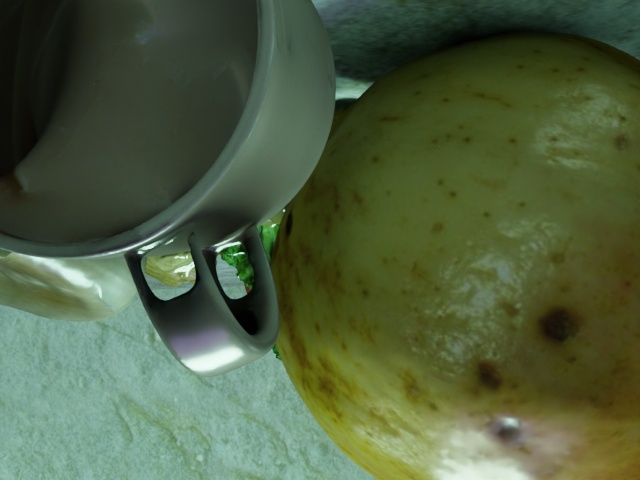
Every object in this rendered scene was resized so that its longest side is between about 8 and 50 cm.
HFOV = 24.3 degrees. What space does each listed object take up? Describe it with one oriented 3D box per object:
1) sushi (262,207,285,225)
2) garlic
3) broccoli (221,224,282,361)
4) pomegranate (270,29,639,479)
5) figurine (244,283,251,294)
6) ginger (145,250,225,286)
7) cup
[{"bbox_3d":[-0.082,-0.064,1.227,0.147,0.115,0.212,0,174,32],"label":"sushi"},{"bbox_3d":[-0.277,-0.023,1.261,0.279,0.132,0.325,29,170,-1],"label":"garlic"},{"bbox_3d":[0.049,-0.012,1.400,0.294,0.265,0.245,-35,132,24],"label":"broccoli"},{"bbox_3d":[0.116,0.011,1.104,0.410,0.410,0.410,-4,174,0],"label":"pomegranate"},{"bbox_3d":[0.000,0.000,1.717,0.173,0.173,0.173,-4,174,0],"label":"figurine"},{"bbox_3d":[-0.153,-0.028,1.396,0.102,0.157,0.216,-31,-172,-8],"label":"ginger"},{"bbox_3d":[-0.080,-0.055,0.738,0.191,0.252,0.200,-25,172,11],"label":"cup"}]
